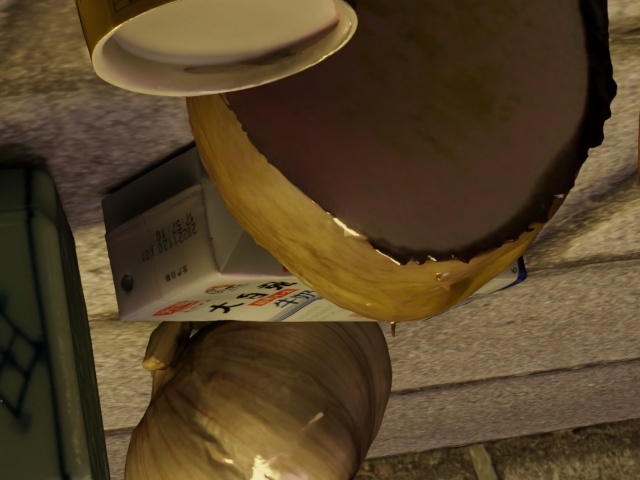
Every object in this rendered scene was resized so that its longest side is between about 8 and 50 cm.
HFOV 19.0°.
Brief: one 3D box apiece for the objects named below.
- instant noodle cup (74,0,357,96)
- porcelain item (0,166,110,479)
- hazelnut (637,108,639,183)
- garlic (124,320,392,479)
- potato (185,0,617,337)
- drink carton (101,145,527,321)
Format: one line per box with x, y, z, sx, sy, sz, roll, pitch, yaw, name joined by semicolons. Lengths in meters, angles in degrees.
-0.048;-0.137;0.814;0.151;0.122;0.151;-12;165;-3;instant noodle cup
-0.236;0.111;1.335;0.157;0.286;0.281;-9;168;-6;porcelain item
0.298;-0.080;1.247;0.182;0.182;0.182;-10;167;-3;hazelnut
-0.061;0.191;1.836;0.241;0.322;0.322;9;164;-4;garlic
0.025;-0.059;1.016;0.229;0.229;0.266;-8;162;-14;potato
0.000;0.000;1.452;0.315;0.106;0.130;1;161;-41;drink carton
